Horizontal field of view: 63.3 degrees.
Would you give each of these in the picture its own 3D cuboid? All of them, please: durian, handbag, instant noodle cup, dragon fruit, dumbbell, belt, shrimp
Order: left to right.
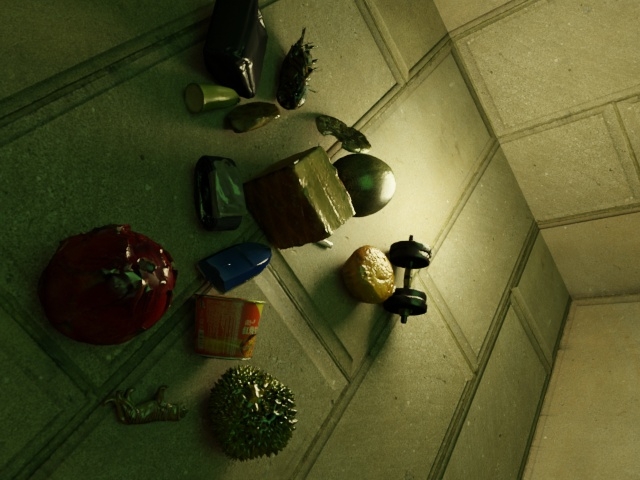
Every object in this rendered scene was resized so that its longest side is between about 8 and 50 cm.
[{"bbox_3d":[-0.502,0.105,1.248,0.295,0.302,0.295,39,34,-33],"label":"dragon fruit"},{"bbox_3d":[-0.318,-0.143,1.579,0.126,0.139,0.230,-3,85,-47],"label":"belt"},{"bbox_3d":[-0.273,0.250,1.502,0.213,0.213,0.174,14,80,-43],"label":"instant noodle cup"},{"bbox_3d":[-0.288,-0.657,1.731,0.178,0.275,0.302,7,72,2],"label":"handbag"},{"bbox_3d":[-0.192,0.504,1.495,0.291,0.224,0.291,12,71,-37],"label":"durian"},{"bbox_3d":[-0.072,-0.638,1.967,0.172,0.137,0.372,71,37,-64],"label":"shrimp"},{"bbox_3d":[0.367,0.157,2.173,0.185,0.185,0.388,27,62,-39],"label":"dumbbell"}]

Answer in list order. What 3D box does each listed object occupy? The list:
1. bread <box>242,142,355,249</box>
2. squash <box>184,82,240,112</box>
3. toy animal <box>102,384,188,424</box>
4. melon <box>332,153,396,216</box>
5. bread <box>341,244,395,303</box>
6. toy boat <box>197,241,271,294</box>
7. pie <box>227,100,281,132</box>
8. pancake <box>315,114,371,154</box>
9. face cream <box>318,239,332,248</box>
[{"bbox_3d":[-0.076,-0.136,1.726,0.207,0.279,0.279,-45,110,-42],"label":"bread"},{"bbox_3d":[-0.335,-0.463,1.692,0.224,0.094,0.094,-22,96,-54],"label":"squash"},{"bbox_3d":[-0.453,0.436,1.366,0.241,0.057,0.099,9,75,-45],"label":"toy animal"},{"bbox_3d":[0.157,-0.211,2.000,0.329,0.248,0.248,-5,84,-51],"label":"melon"},{"bbox_3d":[0.184,0.134,2.024,0.240,0.139,0.240,13,71,-43],"label":"bread"},{"bbox_3d":[-0.247,0.071,1.638,0.129,0.088,0.295,47,35,10],"label":"toy boat"},{"bbox_3d":[-0.219,-0.412,1.737,0.193,0.163,0.079,-37,126,-37],"label":"pie"},{"bbox_3d":[0.092,-0.416,2.050,0.253,0.037,0.253,24,30,-14],"label":"pancake"},{"bbox_3d":[0.000,0.000,1.955,0.115,0.020,0.038,26,64,-36],"label":"face cream"}]
